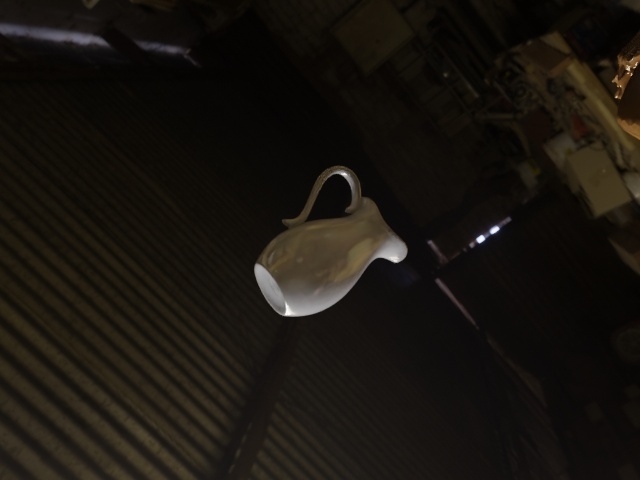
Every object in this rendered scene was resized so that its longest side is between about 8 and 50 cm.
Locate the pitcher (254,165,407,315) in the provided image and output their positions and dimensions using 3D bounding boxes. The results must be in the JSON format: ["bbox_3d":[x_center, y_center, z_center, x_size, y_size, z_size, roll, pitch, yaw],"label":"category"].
[{"bbox_3d":[0.000,0.000,0.857,0.177,0.207,0.125,61,157,0],"label":"pitcher"}]

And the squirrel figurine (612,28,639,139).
[{"bbox_3d":[0.493,-0.104,0.571,0.371,0.281,0.397,37,-172,-4],"label":"squirrel figurine"}]
